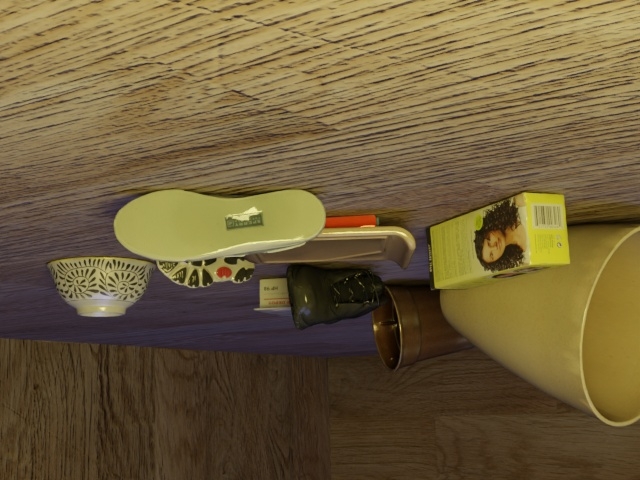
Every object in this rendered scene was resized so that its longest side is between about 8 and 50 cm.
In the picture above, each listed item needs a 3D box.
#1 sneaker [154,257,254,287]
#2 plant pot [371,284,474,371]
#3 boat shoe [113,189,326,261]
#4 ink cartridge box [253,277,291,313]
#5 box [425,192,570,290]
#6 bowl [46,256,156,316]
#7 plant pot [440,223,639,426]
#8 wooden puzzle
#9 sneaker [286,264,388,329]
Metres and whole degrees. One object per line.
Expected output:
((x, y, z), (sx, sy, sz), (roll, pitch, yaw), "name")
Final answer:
((-0.169, 0.035, 1.412), (0.071, 0.068, 0.170), (-2, 172, 41), "sneaker")
((0.199, 0.154, 1.899), (0.165, 0.166, 0.167), (-6, 172, -15), "plant pot")
((-0.108, -0.011, 1.110), (0.228, 0.079, 0.081), (-3, 166, -5), "boat shoe")
((-0.042, 0.102, 1.815), (0.104, 0.060, 0.180), (-4, 170, 19), "ink cartridge box")
((0.209, 0.005, 1.229), (0.058, 0.087, 0.232), (1, 169, -22), "box")
((-0.343, 0.077, 1.588), (0.170, 0.080, 0.170), (-2, 171, 0), "bowl")
((0.303, 0.085, 1.346), (0.257, 0.256, 0.274), (9, -177, -44), "plant pot")
((0.000, 0.000, 1.315), (0.239, 0.044, 0.221), (3, 171, 2), "wooden puzzle")
((0.030, 0.083, 1.652), (0.130, 0.109, 0.286), (-11, 177, 17), "sneaker")
